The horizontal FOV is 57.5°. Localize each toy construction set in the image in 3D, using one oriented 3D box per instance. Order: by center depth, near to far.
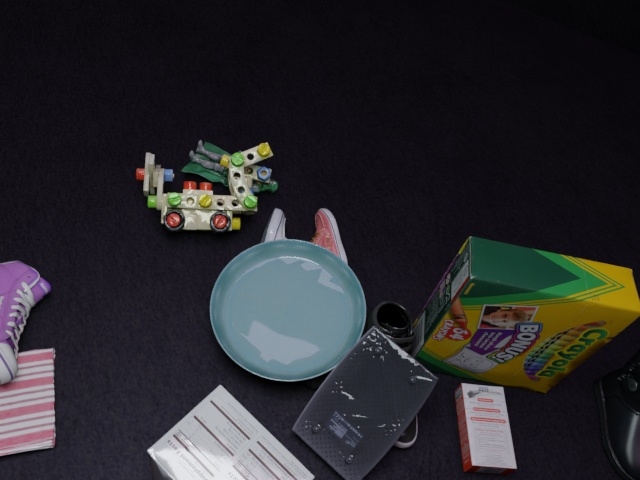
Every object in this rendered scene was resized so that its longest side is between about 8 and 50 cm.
[{"bbox_3d":[-0.274,-0.123,1.354,0.327,0.151,0.215,0,85,2],"label":"toy construction set"}]

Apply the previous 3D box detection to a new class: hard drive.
[{"bbox_3d":[0.085,0.310,1.106,0.172,0.054,0.255,38,91,16],"label":"hard drive"}]

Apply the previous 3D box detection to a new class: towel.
[{"bbox_3d":[-0.561,0.295,1.065,0.144,0.029,0.197,-6,53,-17],"label":"towel"}]

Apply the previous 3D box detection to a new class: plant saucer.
[{"bbox_3d":[-0.066,0.142,1.201,0.317,0.044,0.318,2,57,-4],"label":"plant saucer"}]

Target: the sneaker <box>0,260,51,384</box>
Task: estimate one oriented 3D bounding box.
[{"bbox_3d":[-0.588,0.135,1.117,0.161,0.102,0.282,-20,52,-30],"label":"sneaker"}]

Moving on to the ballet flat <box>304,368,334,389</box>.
[{"bbox_3d":[0.025,0.239,1.221,0.057,0.049,0.173,30,53,9],"label":"ballet flat"}]

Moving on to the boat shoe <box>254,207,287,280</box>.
[{"bbox_3d":[-0.104,0.035,1.338,0.075,0.083,0.226,19,63,-11],"label":"boat shoe"}]

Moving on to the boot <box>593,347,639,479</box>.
[{"bbox_3d":[0.662,0.347,1.185,0.094,0.207,0.247,7,53,-7],"label":"boot"}]

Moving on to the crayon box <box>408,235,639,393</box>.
[{"bbox_3d":[0.378,0.164,1.159,0.312,0.363,0.106,12,52,-3],"label":"crayon box"}]

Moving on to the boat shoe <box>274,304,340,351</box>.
[{"bbox_3d":[-0.016,0.193,1.237,0.184,0.063,0.066,-33,67,-24],"label":"boat shoe"}]

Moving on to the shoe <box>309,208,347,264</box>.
[{"bbox_3d":[0.000,0.000,1.385,0.081,0.063,0.178,-6,59,-23],"label":"shoe"}]

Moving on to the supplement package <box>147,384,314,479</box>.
[{"bbox_3d":[-0.149,0.394,0.932,0.204,0.262,0.145,39,54,17],"label":"supplement package"}]

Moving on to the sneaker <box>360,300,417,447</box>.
[{"bbox_3d":[0.143,0.255,1.176,0.104,0.147,0.296,-2,55,-16],"label":"sneaker"}]

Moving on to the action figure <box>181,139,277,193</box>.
[{"bbox_3d":[-0.215,-0.178,1.476,0.232,0.063,0.137,23,49,1],"label":"action figure"}]

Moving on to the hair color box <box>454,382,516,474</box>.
[{"bbox_3d":[0.331,0.381,1.183,0.093,0.053,0.167,7,54,-6],"label":"hair color box"}]
